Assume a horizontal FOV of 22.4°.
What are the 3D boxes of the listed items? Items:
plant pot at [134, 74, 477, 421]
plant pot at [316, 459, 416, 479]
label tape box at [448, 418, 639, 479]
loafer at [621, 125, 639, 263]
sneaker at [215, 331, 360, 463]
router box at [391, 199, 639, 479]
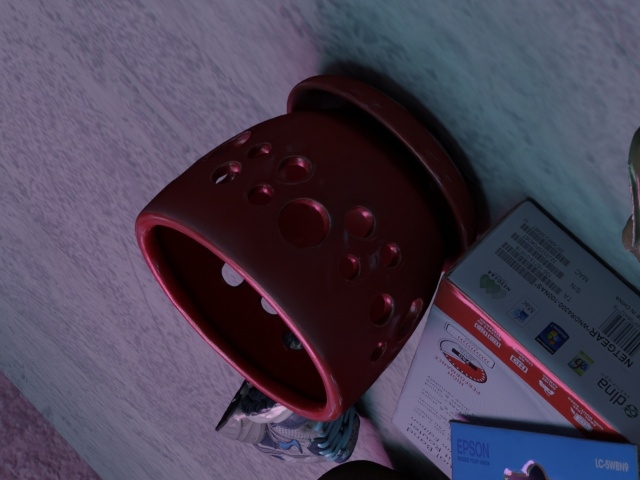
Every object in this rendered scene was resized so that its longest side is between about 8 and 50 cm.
[{"bbox_3d":[0.000,0.000,1.088,0.191,0.174,0.191,41,159,20],"label":"plant pot"},{"bbox_3d":[0.076,0.319,1.537,0.230,0.215,0.215,46,166,50],"label":"plant pot"},{"bbox_3d":[0.184,0.289,1.052,0.240,0.106,0.334,175,96,-66],"label":"label tape box"},{"bbox_3d":[0.185,-0.011,0.863,0.050,0.056,0.148,21,148,39],"label":"loafer"},{"bbox_3d":[-0.008,0.155,1.548,0.122,0.110,0.283,30,163,-5],"label":"sneaker"},{"bbox_3d":[0.211,0.165,1.103,0.335,0.082,0.301,42,159,14],"label":"router box"}]
